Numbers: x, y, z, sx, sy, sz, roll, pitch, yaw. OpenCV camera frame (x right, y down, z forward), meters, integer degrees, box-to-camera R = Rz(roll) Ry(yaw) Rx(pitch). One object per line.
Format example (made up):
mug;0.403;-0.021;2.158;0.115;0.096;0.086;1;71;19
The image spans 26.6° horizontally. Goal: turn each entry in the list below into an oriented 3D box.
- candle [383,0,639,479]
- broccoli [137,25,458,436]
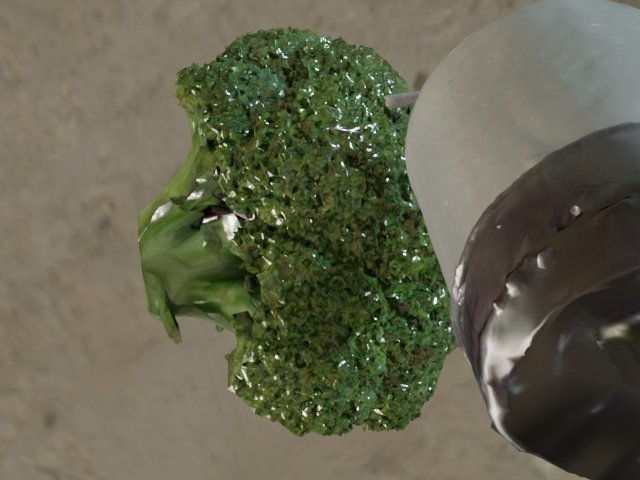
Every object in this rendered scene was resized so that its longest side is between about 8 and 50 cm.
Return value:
candle;0.173;-0.024;0.851;0.221;0.221;0.343;-5;37;-4
broccoli;-0.002;-0.008;1.163;0.310;0.413;0.321;19;114;-5
